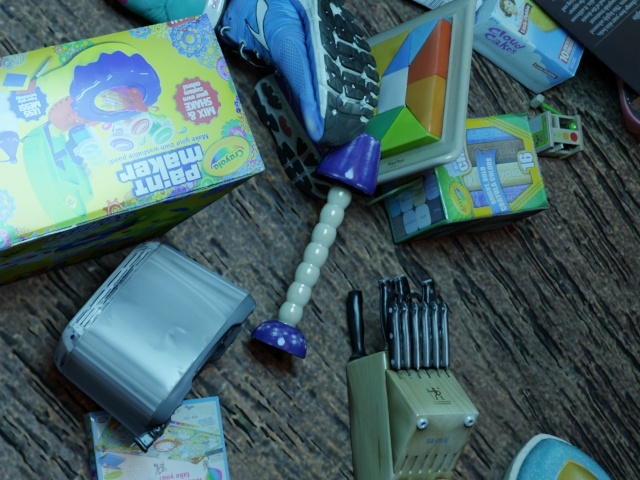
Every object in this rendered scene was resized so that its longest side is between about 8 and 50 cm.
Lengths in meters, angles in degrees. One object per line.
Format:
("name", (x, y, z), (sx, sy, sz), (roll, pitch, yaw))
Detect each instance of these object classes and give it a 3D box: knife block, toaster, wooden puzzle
("knife block", (0.085, 0.187, 1.548), (0.088, 0.242, 0.276), (3, 121, -26))
("toaster", (-0.187, 0.110, 1.374), (0.146, 0.129, 0.227), (36, 58, 2))
("wooden puzzle", (0.098, -0.181, 1.555), (0.044, 0.221, 0.239), (25, 66, -32))

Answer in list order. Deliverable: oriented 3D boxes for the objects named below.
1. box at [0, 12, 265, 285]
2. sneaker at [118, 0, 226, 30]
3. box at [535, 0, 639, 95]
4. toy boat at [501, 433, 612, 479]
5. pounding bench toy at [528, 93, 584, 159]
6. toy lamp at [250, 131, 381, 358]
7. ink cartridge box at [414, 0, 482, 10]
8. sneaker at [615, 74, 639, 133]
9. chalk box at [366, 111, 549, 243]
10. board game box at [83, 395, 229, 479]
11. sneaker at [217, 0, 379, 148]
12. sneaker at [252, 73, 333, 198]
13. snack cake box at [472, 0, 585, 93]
("box", (-0.261, -0.079, 1.305), (0.289, 0.279, 0.177), (-18, 87, -31))
("sneaker", (-0.202, -0.398, 1.514), (0.178, 0.123, 0.296), (13, 73, -35))
("box", (0.363, -0.386, 1.651), (0.381, 0.191, 0.143), (43, 65, -1))
("toy boat", (0.373, 0.357, 1.599), (0.318, 0.148, 0.268), (-9, 72, -32))
("pounding bench toy", (0.329, -0.161, 1.771), (0.065, 0.052, 0.083), (3, 76, -28))
("toy lamp", (0.000, 0.000, 1.497), (0.080, 0.080, 0.275), (24, 83, -21))
("ink cartridge box", (0.139, -0.425, 1.750), (0.181, 0.056, 0.225), (21, 50, -22))
("sneaker", (0.466, -0.303, 1.837), (0.115, 0.136, 0.314), (6, 81, 0))
("chalk box", (0.159, -0.077, 1.614), (0.213, 0.132, 0.132), (-7, 81, -30))
("board game box", (-0.182, 0.235, 1.413), (0.154, 0.026, 0.104), (-3, 79, -29))
("sneaker", (-0.035, -0.241, 1.530), (0.129, 0.147, 0.330), (26, 39, -51))
("sneaker", (-0.017, -0.134, 1.574), (0.071, 0.068, 0.170), (-24, 89, -36))
("snack cake box", (0.315, -0.361, 1.793), (0.152, 0.089, 0.264), (32, 65, -18))
